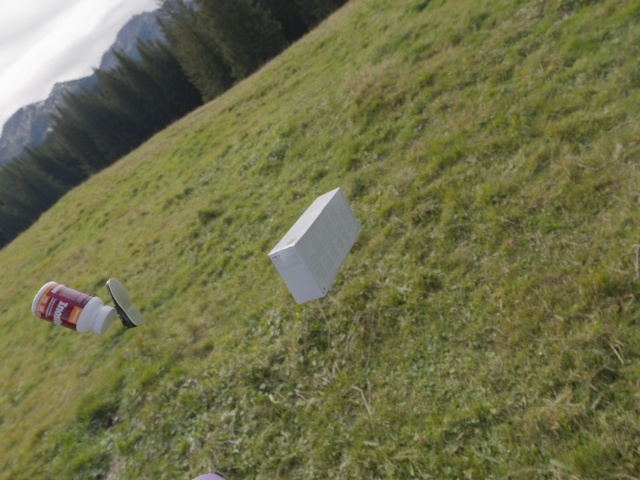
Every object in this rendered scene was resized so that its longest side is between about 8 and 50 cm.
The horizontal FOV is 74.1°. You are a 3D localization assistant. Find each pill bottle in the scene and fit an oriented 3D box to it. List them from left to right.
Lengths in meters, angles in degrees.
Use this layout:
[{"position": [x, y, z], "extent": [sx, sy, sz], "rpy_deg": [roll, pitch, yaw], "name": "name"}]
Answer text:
[{"position": [-0.553, 0.157, 0.959], "extent": [0.086, 0.151, 0.086], "rpy_deg": [-159, 90, -85], "name": "pill bottle"}]

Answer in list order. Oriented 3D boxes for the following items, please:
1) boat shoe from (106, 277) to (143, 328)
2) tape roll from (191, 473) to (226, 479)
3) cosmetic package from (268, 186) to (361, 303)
[{"position": [-0.486, 0.156, 1.036], "extent": [0.041, 0.133, 0.049], "rpy_deg": [-25, 9, 17], "name": "boat shoe"}, {"position": [-0.177, 0.461, 0.545], "extent": [0.090, 0.275, 0.275], "rpy_deg": [17, 59, 24], "name": "tape roll"}, {"position": [0.000, 0.000, 0.744], "extent": [0.060, 0.099, 0.239], "rpy_deg": [-22, 17, 29], "name": "cosmetic package"}]
